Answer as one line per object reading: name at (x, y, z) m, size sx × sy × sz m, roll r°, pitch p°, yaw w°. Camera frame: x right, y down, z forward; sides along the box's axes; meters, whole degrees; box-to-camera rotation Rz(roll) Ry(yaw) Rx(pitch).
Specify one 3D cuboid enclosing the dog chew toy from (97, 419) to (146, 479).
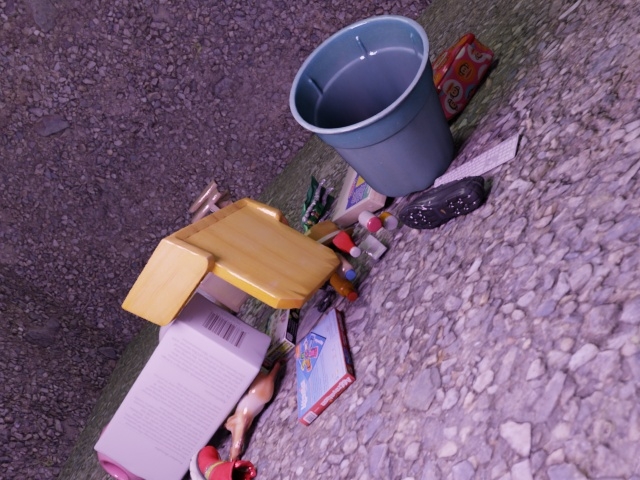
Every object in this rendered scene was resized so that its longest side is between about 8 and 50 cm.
dog chew toy at (-0.509, 0.555, 1.726) m, size 0.207 × 0.206 × 0.331 m, roll -36°, pitch 14°, yaw 43°

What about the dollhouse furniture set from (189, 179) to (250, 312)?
dollhouse furniture set at (-0.294, 0.032, 1.984) m, size 0.256 × 0.362 × 0.394 m, roll -49°, pitch 23°, yaw 5°

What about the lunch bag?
lunch bag at (0.369, -0.461, 1.732) m, size 0.293 × 0.120 × 0.258 m, roll -56°, pitch 12°, yaw -10°

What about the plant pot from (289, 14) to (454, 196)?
plant pot at (0.156, -0.296, 1.393) m, size 0.341 × 0.334 × 0.341 m, roll -17°, pitch 52°, yaw 23°

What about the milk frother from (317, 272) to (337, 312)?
milk frother at (-0.026, 0.101, 1.499) m, size 0.143 × 0.135 × 0.129 m, roll -72°, pitch -5°, yaw -59°

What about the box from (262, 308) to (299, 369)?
box at (-0.110, 0.251, 1.579) m, size 0.114 × 0.036 × 0.207 m, roll -45°, pitch 17°, yaw 21°

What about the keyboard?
keyboard at (0.342, -0.161, 1.296) m, size 0.256 × 0.014 × 0.072 m, roll -30°, pitch 25°, yaw 52°

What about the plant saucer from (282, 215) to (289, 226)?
plant saucer at (-0.216, -0.029, 2.219) m, size 0.200 × 0.200 × 0.037 m, roll -47°, pitch 27°, yaw 14°

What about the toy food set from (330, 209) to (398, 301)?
toy food set at (0.103, 0.026, 1.374) m, size 0.232 × 0.111 × 0.104 m, roll -48°, pitch 32°, yaw 1°

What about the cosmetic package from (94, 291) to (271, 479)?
cosmetic package at (-0.340, 0.381, 1.423) m, size 0.453 × 0.230 × 0.161 m, roll -54°, pitch 6°, yaw 19°

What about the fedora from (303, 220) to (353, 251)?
fedora at (0.000, 0.000, 1.631) m, size 0.194 × 0.079 × 0.194 m, roll -32°, pitch -12°, yaw -8°

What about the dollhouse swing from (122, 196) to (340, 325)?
dollhouse swing at (-0.187, 0.096, 1.332) m, size 0.315 × 0.305 × 0.347 m, roll -51°, pitch -5°, yaw 28°

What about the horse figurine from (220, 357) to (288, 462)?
horse figurine at (-0.165, 0.387, 1.373) m, size 0.263 × 0.066 × 0.174 m, roll -57°, pitch 11°, yaw -12°

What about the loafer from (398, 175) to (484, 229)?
loafer at (0.262, -0.081, 1.239) m, size 0.223 × 0.076 × 0.078 m, roll -22°, pitch 27°, yaw 51°

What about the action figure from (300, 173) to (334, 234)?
action figure at (-0.015, -0.108, 2.025) m, size 0.064 × 0.137 × 0.232 m, roll -15°, pitch 46°, yaw 45°

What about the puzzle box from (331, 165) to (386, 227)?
puzzle box at (0.160, -0.252, 1.724) m, size 0.272 × 0.052 × 0.408 m, roll -28°, pitch 41°, yaw 66°

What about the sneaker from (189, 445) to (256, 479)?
sneaker at (-0.191, 0.497, 1.186) m, size 0.118 × 0.107 × 0.279 m, roll -36°, pitch 16°, yaw -13°

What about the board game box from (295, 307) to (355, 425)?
board game box at (0.004, 0.265, 1.248) m, size 0.145 × 0.027 × 0.281 m, roll -46°, pitch 16°, yaw 12°

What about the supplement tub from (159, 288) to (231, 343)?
supplement tub at (-0.441, 0.288, 2.062) m, size 0.228 × 0.228 × 0.316 m, roll -48°, pitch 16°, yaw 11°
